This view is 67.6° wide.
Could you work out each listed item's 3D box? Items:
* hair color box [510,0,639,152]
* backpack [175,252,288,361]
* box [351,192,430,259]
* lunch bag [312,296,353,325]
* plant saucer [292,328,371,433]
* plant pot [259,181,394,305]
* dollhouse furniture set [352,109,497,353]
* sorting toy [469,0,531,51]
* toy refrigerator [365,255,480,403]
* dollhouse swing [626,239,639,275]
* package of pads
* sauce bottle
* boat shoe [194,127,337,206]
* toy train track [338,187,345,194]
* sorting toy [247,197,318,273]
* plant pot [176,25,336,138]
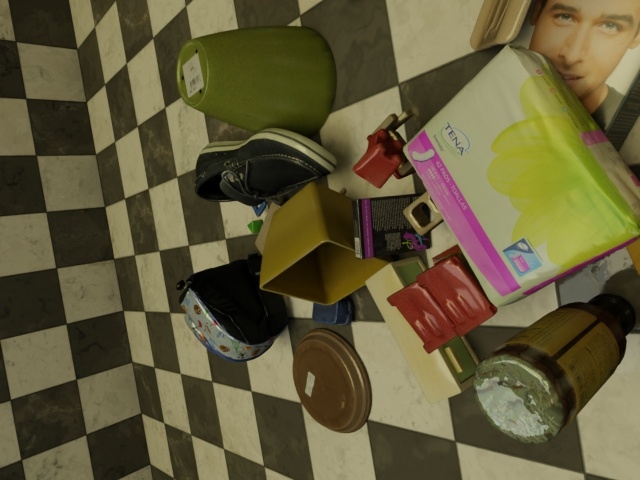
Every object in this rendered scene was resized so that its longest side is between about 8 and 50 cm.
[{"bbox_3d":[0.366,-0.232,0.695,0.185,0.114,0.374,38,123,36],"label":"hair color box"},{"bbox_3d":[-0.233,0.203,1.324,0.263,0.277,0.213,45,133,23],"label":"backpack"},{"bbox_3d":[0.141,-0.030,0.940,0.029,0.162,0.116,-169,74,-67],"label":"box"},{"bbox_3d":[0.035,0.171,1.163,0.098,0.065,0.067,-1,79,46],"label":"lunch bag"},{"bbox_3d":[0.016,0.369,1.241,0.278,0.041,0.277,13,108,45],"label":"plant saucer"},{"bbox_3d":[0.000,0.000,1.052,0.212,0.212,0.187,-36,51,34],"label":"plant pot"},{"bbox_3d":[0.169,-0.028,0.834,0.374,0.201,0.152,55,132,9],"label":"dollhouse furniture set"},{"bbox_3d":[0.292,-0.383,0.711,0.038,0.208,0.193,16,110,-1],"label":"sorting toy"},{"bbox_3d":[0.209,0.169,0.950,0.094,0.102,0.269,-42,67,42],"label":"toy refrigerator"},{"bbox_3d":[0.597,-0.049,0.526,0.315,0.305,0.347,-43,58,-3],"label":"dollhouse swing"},{"bbox_3d":[0.274,-0.088,0.664,0.229,0.101,0.296,-43,67,44],"label":"package of pads"},{"bbox_3d":[0.333,0.146,0.634,0.111,0.344,0.111,14,109,46],"label":"sauce bottle"},{"bbox_3d":[-0.156,-0.164,1.183,0.500,0.187,0.156,4,71,46],"label":"boat shoe"},{"bbox_3d":[0.037,-0.094,1.146,0.083,0.014,0.048,-51,55,33],"label":"toy train track"},{"bbox_3d":[-0.097,0.006,1.281,0.347,0.047,0.196,52,136,32],"label":"sorting toy"},{"bbox_3d":[-0.163,-0.368,1.096,0.275,0.294,0.274,11,106,45],"label":"plant pot"}]
